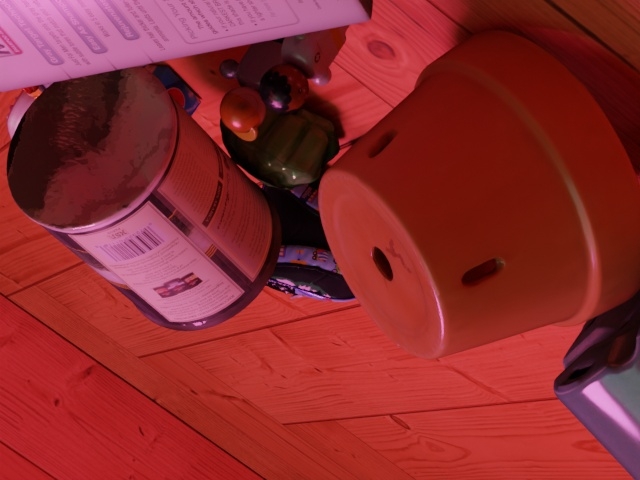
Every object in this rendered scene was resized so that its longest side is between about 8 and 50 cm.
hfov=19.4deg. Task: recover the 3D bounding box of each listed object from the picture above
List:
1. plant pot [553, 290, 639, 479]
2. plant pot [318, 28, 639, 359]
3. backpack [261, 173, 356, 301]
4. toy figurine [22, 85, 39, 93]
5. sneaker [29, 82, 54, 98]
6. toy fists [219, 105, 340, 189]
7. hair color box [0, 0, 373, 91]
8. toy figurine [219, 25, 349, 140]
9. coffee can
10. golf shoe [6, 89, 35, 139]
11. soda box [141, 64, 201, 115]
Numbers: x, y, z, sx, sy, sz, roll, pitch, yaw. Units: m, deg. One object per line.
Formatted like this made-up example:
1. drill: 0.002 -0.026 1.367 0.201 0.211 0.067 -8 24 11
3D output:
1. plant pot: 0.422 0.159 1.762 0.334 0.341 0.341 41 161 -2
2. plant pot: 0.134 -0.024 1.740 0.291 0.203 0.291 50 157 29
3. backpack: 0.000 0.000 2.284 0.173 0.158 0.117 18 169 6
4. toy figurine: -0.349 -0.298 2.031 0.217 0.191 0.362 30 161 24
5. sneaker: -0.352 -0.265 2.298 0.083 0.084 0.215 -8 139 19
6. toy fists: 0.011 -0.076 2.146 0.279 0.096 0.142 33 177 -1
7. hair color box: -0.158 -0.253 1.659 0.374 0.113 0.185 -9 149 19
8. toy figurine: -0.091 -0.208 1.884 0.209 0.148 0.213 38 161 -17
9. coffee can: -0.189 -0.045 2.069 0.201 0.201 0.275 20 165 32
10. golf shoe: -0.322 -0.100 2.604 0.140 0.115 0.306 19 159 27
11. soda box: -0.247 -0.177 2.347 0.210 0.067 0.071 10 151 49
